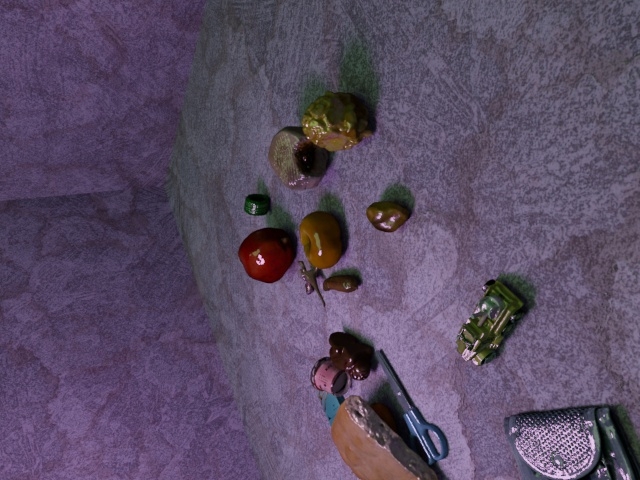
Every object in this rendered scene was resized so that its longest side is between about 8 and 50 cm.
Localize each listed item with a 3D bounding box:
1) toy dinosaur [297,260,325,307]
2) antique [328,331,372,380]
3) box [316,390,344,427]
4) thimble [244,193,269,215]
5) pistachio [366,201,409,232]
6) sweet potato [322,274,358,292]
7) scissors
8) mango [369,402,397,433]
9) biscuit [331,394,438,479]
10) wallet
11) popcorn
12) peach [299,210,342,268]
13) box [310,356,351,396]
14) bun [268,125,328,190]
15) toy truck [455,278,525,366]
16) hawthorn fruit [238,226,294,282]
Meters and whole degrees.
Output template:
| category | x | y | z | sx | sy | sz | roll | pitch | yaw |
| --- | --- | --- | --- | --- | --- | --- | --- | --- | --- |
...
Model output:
| category | x | y | z | sx | sy | sz | roll | pitch | yaw |
| --- | --- | --- | --- | --- | --- | --- | --- | --- | --- |
| toy dinosaur | -0.031 | 0.182 | 2.255 | 0.251 | 0.072 | 0.200 | 2 | 104 | 62 |
| antique | 0.122 | 0.488 | 2.062 | 0.256 | 0.121 | 0.144 | 18 | 116 | 57 |
| box | 0.068 | 0.771 | 2.299 | 0.229 | 0.041 | 0.162 | 63 | 144 | 26 |
| thimble | -0.327 | -0.186 | 2.591 | 0.118 | 0.130 | 0.090 | 28 | 125 | 29 |
| pistachio | 0.223 | -0.087 | 1.750 | 0.189 | 0.110 | 0.100 | 15 | 79 | 57 |
| sweet potato | 0.072 | 0.182 | 2.105 | 0.273 | 0.075 | 0.075 | -11 | 89 | 61 |
| scissors | 0.316 | 0.609 | 1.865 | 0.447 | 0.029 | 0.193 | 62 | 143 | 27 |
| mango | 0.252 | 0.705 | 1.950 | 0.159 | 0.084 | 0.105 | 50 | 143 | 6 |
| biscuit | 0.199 | 0.836 | 1.949 | 0.429 | 0.104 | 0.446 | 44 | 142 | 16 |
| wallet | 0.638 | 0.566 | 1.300 | 0.342 | 0.075 | 0.237 | -39 | 63 | 55 |
| popcorn | 0.060 | -0.441 | 1.828 | 0.259 | 0.259 | 0.212 | -31 | 57 | 57 |
| peach | 0.000 | 0.000 | 2.105 | 0.251 | 0.153 | 0.251 | 171 | 90 | -75 |
| box | 0.051 | 0.604 | 2.186 | 0.135 | 0.151 | 0.151 | 17 | 113 | 47 |
| bun | -0.078 | -0.343 | 2.079 | 0.281 | 0.204 | 0.282 | 17 | 115 | 40 |
| toy truck | 0.460 | 0.246 | 1.436 | 0.128 | 0.135 | 0.260 | 51 | 142 | 39 |
| hawthorn fruit | -0.251 | 0.055 | 2.429 | 0.307 | 0.265 | 0.265 | -40 | 65 | 46 |
